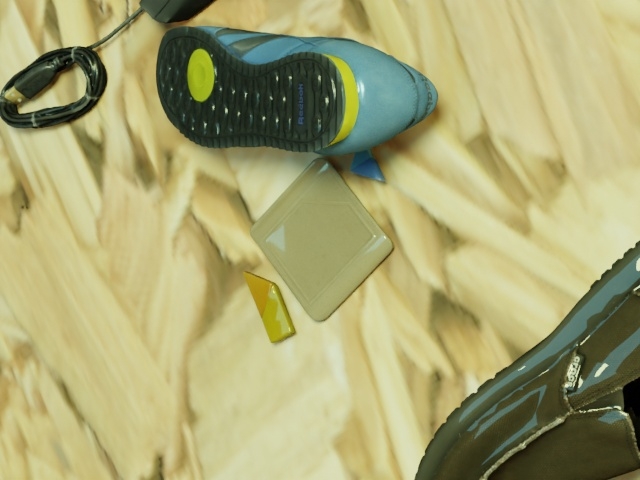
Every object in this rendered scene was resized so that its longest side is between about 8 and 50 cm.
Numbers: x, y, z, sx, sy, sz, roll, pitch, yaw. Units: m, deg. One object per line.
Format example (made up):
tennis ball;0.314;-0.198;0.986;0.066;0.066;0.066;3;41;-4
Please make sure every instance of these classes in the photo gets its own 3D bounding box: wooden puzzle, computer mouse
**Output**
wooden puzzle;0.000;0.000;1.070;0.116;0.014;0.078;-40;68;22
computer mouse;-0.122;-0.148;1.152;0.242;0.041;0.071;-39;65;23

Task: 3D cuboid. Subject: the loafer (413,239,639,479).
loafer;0.132;0.089;0.931;0.220;0.080;0.078;-49;60;17

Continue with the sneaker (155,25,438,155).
sneaker;-0.018;-0.087;1.071;0.209;0.082;0.069;14;107;51
